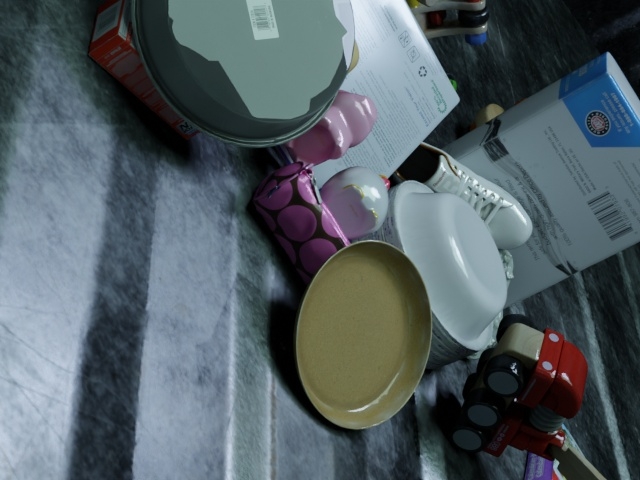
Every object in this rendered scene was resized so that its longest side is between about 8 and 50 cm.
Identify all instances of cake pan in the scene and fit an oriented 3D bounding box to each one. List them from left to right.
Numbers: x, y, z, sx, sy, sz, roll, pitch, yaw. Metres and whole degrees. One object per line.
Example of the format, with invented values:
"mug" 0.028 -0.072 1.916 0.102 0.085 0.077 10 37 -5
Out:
"cake pan" -0.078 -0.258 1.263 0.293 0.054 0.293 4 83 -32

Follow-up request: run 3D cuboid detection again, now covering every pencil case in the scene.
"pencil case" 0.000 0.000 1.391 0.209 0.098 0.095 56 27 -16

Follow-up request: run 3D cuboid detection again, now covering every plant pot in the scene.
"plant pot" 0.050 0.116 1.342 0.236 0.032 0.236 -4 95 -41

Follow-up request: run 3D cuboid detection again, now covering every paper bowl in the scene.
"paper bowl" 0.179 0.042 1.627 0.284 0.148 0.284 43 33 -37

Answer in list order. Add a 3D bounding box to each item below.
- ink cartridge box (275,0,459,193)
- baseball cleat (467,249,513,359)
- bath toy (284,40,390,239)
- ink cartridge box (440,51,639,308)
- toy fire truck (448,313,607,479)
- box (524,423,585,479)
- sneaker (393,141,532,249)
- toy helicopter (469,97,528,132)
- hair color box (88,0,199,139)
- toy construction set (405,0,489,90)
"ink cartridge box" 0.024 -0.234 1.557 0.330 0.071 0.324 -46 120 -24
"baseball cleat" 0.264 0.110 1.806 0.072 0.109 0.206 36 65 -24
"bath toy" 0.005 -0.170 1.434 0.129 0.151 0.348 -76 145 -66
"ink cartridge box" 0.399 -0.097 1.868 0.285 0.395 0.166 55 24 -12
"toy fire truck" 0.330 0.259 1.533 0.246 0.217 0.158 24 43 3
"box" 0.444 0.473 1.810 0.293 0.057 0.201 57 26 -13
"sneaker" 0.219 -0.073 1.754 0.290 0.106 0.123 32 7 2
"toy helicopter" 0.414 -0.117 2.220 0.235 0.140 0.355 -25 91 -62
"hair color box" -0.195 -0.210 1.280 0.167 0.053 0.093 42 33 -38
"toy construction set" 0.137 -0.418 1.944 0.237 0.257 0.309 28 -16 34
